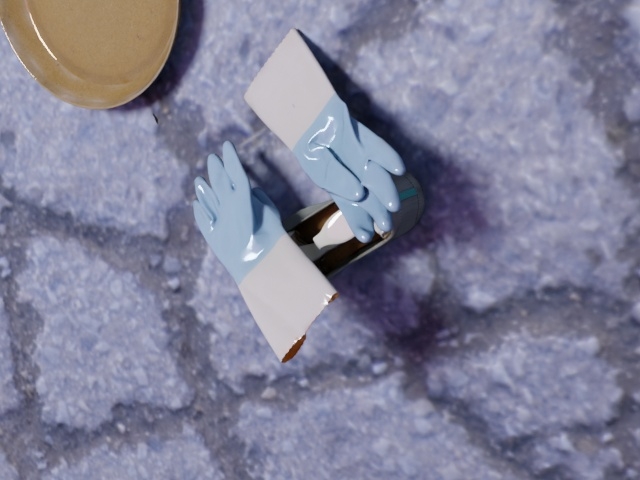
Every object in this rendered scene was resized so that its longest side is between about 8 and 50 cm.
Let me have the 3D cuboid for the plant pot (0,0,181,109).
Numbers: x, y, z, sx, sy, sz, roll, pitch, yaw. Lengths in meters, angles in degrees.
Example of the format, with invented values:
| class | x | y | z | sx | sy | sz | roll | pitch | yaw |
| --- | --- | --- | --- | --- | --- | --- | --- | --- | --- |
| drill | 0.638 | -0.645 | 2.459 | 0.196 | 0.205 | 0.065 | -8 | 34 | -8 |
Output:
| class | x | y | z | sx | sy | sz | roll | pitch | yaw |
| --- | --- | --- | --- | --- | --- | --- | --- | --- | --- |
| plant pot | -0.220 | -0.245 | 1.257 | 0.236 | 0.032 | 0.236 | 10 | 110 | 31 |

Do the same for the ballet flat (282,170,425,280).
| class | x | y | z | sx | sy | sz | roll | pitch | yaw |
| --- | --- | --- | --- | --- | --- | --- | --- | --- | --- |
| ballet flat | 0.000 | 0.000 | 1.167 | 0.213 | 0.068 | 0.072 | -32 | 86 | 36 |

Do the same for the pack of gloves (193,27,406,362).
| class | x | y | z | sx | sy | sz | roll | pitch | yaw |
| --- | --- | --- | --- | --- | --- | --- | --- | --- | --- |
| pack of gloves | -0.015 | -0.040 | 1.137 | 0.195 | 0.046 | 0.232 | -51 | 49 | 20 |
